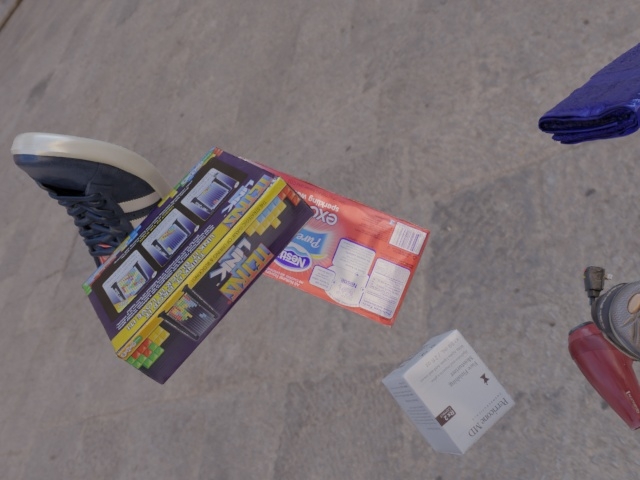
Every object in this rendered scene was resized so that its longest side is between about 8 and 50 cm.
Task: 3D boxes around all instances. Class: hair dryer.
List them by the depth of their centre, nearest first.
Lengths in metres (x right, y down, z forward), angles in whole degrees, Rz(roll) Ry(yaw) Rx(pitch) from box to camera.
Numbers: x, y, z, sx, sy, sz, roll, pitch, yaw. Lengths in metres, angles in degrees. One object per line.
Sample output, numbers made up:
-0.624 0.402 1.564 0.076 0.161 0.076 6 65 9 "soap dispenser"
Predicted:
0.546 0.178 1.082 0.223 0.080 0.294 9 69 27 "hair dryer"

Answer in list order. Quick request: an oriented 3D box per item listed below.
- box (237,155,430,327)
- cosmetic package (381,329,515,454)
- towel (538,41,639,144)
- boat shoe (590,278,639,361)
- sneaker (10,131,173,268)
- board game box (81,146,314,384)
0.000 0.000 0.952 0.300 0.142 0.154 21 94 7 "box"
0.249 0.301 1.247 0.151 0.184 0.151 -37 -7 -18 "cosmetic package"
0.574 -0.276 1.125 0.308 0.076 0.227 -37 18 -15 "towel"
0.534 0.151 0.857 0.132 0.355 0.130 -59 5 -2 "boat shoe"
-0.259 -0.015 0.801 0.131 0.350 0.148 6 75 19 "sneaker"
-0.104 0.010 0.505 0.170 0.048 0.141 -48 35 -7 "board game box"
